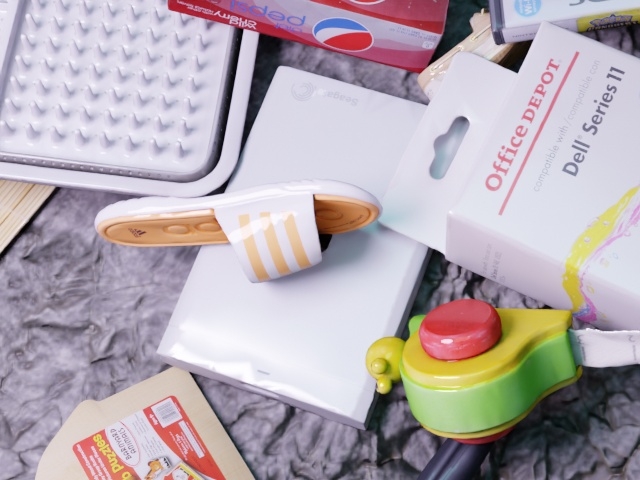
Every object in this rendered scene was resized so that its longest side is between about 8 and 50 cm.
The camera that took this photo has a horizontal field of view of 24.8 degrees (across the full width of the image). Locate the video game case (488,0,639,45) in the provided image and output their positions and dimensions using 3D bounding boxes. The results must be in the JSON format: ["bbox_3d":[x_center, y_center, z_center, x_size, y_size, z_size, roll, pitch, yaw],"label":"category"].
[{"bbox_3d":[0.272,-0.329,1.361,0.248,0.035,0.275,-7,72,12],"label":"video game case"}]

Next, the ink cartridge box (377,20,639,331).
[{"bbox_3d":[0.241,-0.046,1.257,0.353,0.119,0.207,24,74,11],"label":"ink cartridge box"}]

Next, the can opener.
[{"bbox_3d":[0.089,0.230,1.240,0.059,0.073,0.186,2,57,55],"label":"can opener"}]

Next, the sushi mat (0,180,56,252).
[{"bbox_3d":[-0.348,-0.053,1.467,0.151,0.019,0.316,34,78,21],"label":"sushi mat"}]

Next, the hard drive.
[{"bbox_3d":[0.000,0.000,1.354,0.203,0.040,0.307,17,72,14],"label":"hard drive"}]

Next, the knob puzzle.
[{"bbox_3d":[-0.167,0.222,1.291,0.213,0.030,0.213,0,56,0],"label":"knob puzzle"}]

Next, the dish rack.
[{"bbox_3d":[-0.230,-0.169,1.438,0.333,0.072,0.285,7,66,3],"label":"dish rack"}]

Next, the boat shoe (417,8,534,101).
[{"bbox_3d":[0.163,-0.193,1.397,0.170,0.063,0.059,-42,71,-7],"label":"boat shoe"}]

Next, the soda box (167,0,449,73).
[{"bbox_3d":[-0.009,-0.245,1.400,0.263,0.083,0.092,14,68,-3],"label":"soda box"}]

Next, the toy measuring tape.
[{"bbox_3d":[0.178,0.111,1.182,0.330,0.121,0.121,0,66,30],"label":"toy measuring tape"}]

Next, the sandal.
[{"bbox_3d":[-0.072,0.004,1.293,0.265,0.102,0.076,-6,69,15],"label":"sandal"}]
